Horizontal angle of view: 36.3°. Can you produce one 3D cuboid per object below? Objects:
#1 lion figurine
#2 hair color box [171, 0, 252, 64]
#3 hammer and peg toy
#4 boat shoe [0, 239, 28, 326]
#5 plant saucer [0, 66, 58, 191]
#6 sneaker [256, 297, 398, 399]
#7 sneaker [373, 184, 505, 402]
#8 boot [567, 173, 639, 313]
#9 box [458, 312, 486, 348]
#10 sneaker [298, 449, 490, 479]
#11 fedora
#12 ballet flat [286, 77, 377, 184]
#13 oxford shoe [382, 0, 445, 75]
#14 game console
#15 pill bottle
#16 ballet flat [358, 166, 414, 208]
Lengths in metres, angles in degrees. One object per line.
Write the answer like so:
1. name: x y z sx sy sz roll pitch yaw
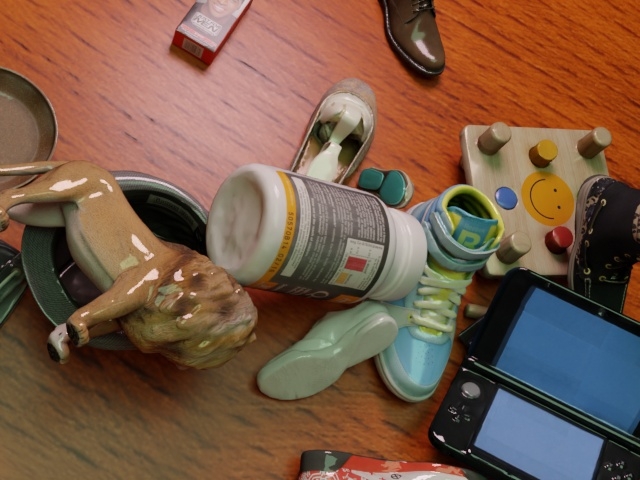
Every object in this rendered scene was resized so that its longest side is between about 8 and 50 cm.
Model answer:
1. lion figurine: -0.256 0.006 1.167 0.240 0.142 0.392 -29 80 -39
2. hair color box: -0.166 -0.350 1.526 0.072 0.043 0.141 30 63 -5
3. hammer and peg toy: 0.354 -0.012 1.524 0.266 0.127 0.361 1 70 -18
4. boat shoe: -0.458 0.135 1.203 0.119 0.121 0.335 24 63 -4
5. plant saucer: -0.468 -0.150 1.355 0.199 0.036 0.198 7 68 -16
6. sneaker: 0.001 0.149 1.386 0.212 0.080 0.094 -25 40 -8
7. sneaker: 0.170 0.062 1.391 0.127 0.208 0.319 14 67 -16
8. boot: 0.433 0.029 1.380 0.085 0.178 0.236 -3 98 -18
9. box: 0.302 0.168 1.457 0.116 0.029 0.162 -40 87 18
10. sneaker: 0.097 0.372 1.319 0.270 0.090 0.145 9 69 -11
11. fedora: -0.266 0.037 1.302 0.275 0.124 0.243 -25 81 -31
12. ballet flat: 0.020 -0.139 1.474 0.108 0.106 0.316 27 64 -6
13. oxford shoe: 0.154 -0.380 1.616 0.083 0.096 0.227 -17 78 -25
14. game console: 0.336 0.218 1.355 0.293 0.173 0.250 26 40 11
15. pill bottle: 0.000 0.000 1.311 0.278 0.162 0.162 13 65 -37
16. ballet flat: 0.111 -0.079 1.458 0.052 0.168 0.057 22 97 -24
